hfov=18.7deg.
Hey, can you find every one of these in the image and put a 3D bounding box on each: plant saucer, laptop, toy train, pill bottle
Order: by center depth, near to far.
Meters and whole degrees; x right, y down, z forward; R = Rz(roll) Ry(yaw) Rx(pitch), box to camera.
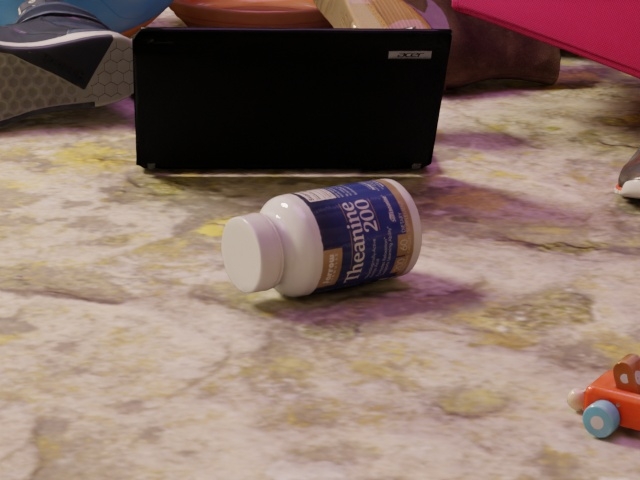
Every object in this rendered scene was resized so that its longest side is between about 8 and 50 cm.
[{"bbox_3d":[0.220,0.071,1.078,0.125,0.046,0.166,14,22,34],"label":"toy train"},{"bbox_3d":[0.000,0.000,1.251,0.120,0.067,0.067,-11,21,-32],"label":"pill bottle"},{"bbox_3d":[-0.030,-0.128,1.537,0.234,0.136,0.264,0,18,-4],"label":"laptop"},{"bbox_3d":[-0.064,-0.245,2.068,0.200,0.037,0.200,1,17,0],"label":"plant saucer"}]

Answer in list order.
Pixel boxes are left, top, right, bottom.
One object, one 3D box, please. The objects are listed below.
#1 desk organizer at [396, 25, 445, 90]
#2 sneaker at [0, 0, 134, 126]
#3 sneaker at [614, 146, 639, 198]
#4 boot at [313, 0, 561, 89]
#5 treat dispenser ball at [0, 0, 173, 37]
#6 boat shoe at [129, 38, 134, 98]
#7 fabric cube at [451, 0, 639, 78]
[{"bbox_3d":[0.040,-0.144,1.644,0.130,0.047,0.050,-6,-12,37],"label":"desk organizer"},{"bbox_3d":[-0.281,-0.156,1.689,0.226,0.086,0.163,-4,20,-18],"label":"sneaker"},{"bbox_3d":[0.265,-0.071,1.493,0.061,0.065,0.158,9,18,19],"label":"sneaker"},{"bbox_3d":[0.104,-0.238,1.860,0.207,0.090,0.248,-1,52,-22],"label":"boot"},{"bbox_3d":[-0.255,-0.324,1.892,0.288,0.288,0.288,1,18,0],"label":"treat dispenser ball"},{"bbox_3d":[-0.141,-0.145,1.736,0.045,0.050,0.135,-2,27,-23],"label":"boat shoe"},{"bbox_3d":[0.310,-0.263,1.661,0.258,0.254,0.259,25,13,30],"label":"fabric cube"}]
